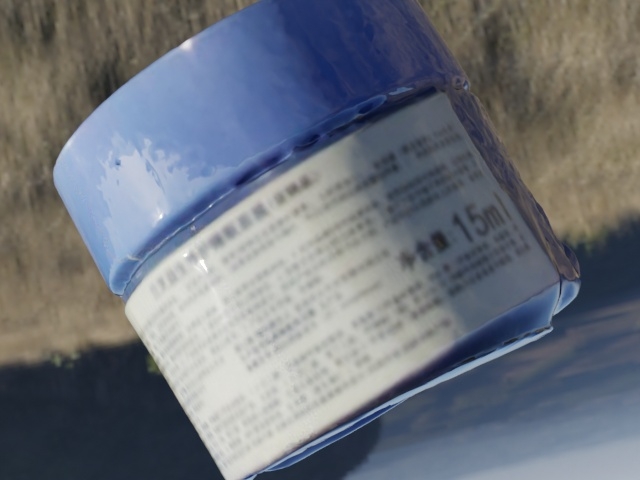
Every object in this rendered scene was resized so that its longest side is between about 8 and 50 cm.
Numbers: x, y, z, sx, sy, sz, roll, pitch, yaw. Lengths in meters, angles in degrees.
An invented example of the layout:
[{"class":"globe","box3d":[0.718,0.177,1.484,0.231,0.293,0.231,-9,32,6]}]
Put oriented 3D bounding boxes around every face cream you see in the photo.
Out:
[{"class":"face cream","box3d":[0.000,0.000,0.766,0.249,0.225,0.249,-28,172,-4]}]
